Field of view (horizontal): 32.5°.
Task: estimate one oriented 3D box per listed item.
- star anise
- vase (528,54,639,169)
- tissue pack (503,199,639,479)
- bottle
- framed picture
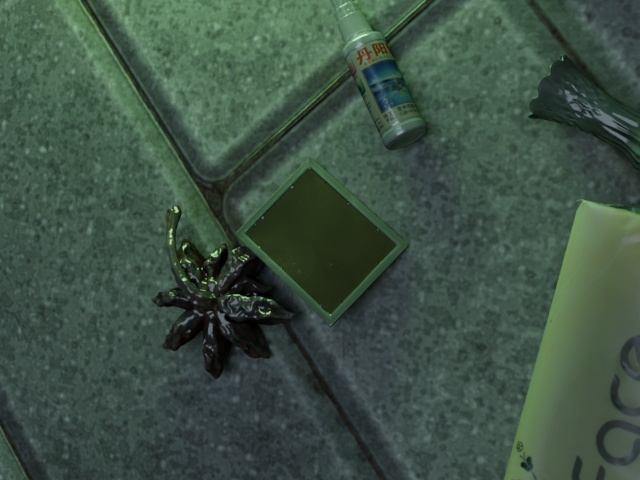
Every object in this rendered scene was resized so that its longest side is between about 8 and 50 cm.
[{"bbox_3d":[-0.144,0.068,1.447,0.231,0.089,0.209,34,97,11],"label":"star anise"},{"bbox_3d":[0.315,-0.137,1.222,0.148,0.081,0.081,34,104,19],"label":"vase"},{"bbox_3d":[0.384,0.189,1.110,0.331,0.205,0.405,17,97,30],"label":"tissue pack"},{"bbox_3d":[0.062,-0.218,1.359,0.060,0.060,0.217,-31,76,24],"label":"bottle"},{"bbox_3d":[0.000,0.000,1.392,0.142,0.011,0.183,-46,69,-3],"label":"framed picture"}]
